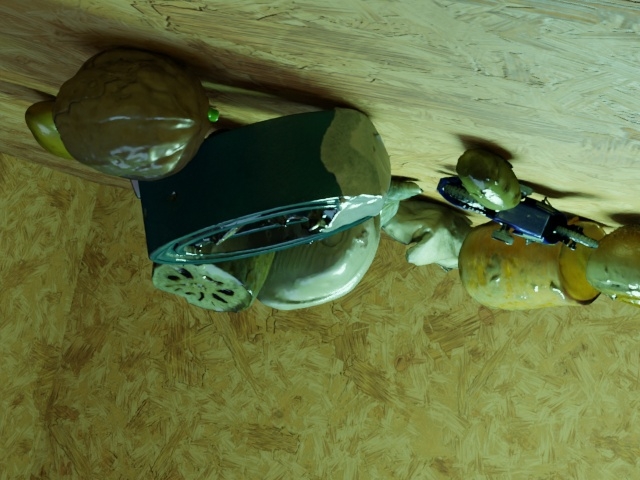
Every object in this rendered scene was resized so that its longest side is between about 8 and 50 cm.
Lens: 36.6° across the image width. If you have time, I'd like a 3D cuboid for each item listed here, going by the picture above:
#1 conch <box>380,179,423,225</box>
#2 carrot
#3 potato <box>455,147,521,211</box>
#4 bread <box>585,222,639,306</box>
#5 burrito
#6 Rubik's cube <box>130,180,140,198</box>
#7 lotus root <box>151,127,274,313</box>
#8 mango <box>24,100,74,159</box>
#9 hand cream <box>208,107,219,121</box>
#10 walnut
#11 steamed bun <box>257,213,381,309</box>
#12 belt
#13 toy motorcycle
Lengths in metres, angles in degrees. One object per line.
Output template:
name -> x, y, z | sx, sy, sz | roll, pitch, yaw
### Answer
conch -> 0.079, -0.067, 2.196 | 0.386, 0.170, 0.203 | 11, -171, 39
carrot -> 0.476, 0.052, 2.201 | 0.224, 0.224, 0.340 | 15, 173, -35
potato -> 0.273, -0.102, 1.570 | 0.105, 0.085, 0.188 | 36, -175, 27
bread -> 0.638, 0.049, 1.950 | 0.192, 0.171, 0.314 | 15, 176, 6
burrito -> 0.271, -0.023, 2.387 | 0.135, 0.190, 0.332 | -37, 157, 21
Rubik's cube -> -0.304, -0.187, 1.947 | 0.178, 0.190, 0.211 | -8, 172, 26
lotus root -> -0.192, -0.048, 1.880 | 0.250, 0.346, 0.250 | 5, 151, 3
mango -> -0.561, -0.241, 2.099 | 0.138, 0.113, 0.253 | 11, 175, 17
hand cream -> -0.233, -0.238, 1.690 | 0.122, 0.023, 0.036 | 20, 177, -35
walnut -> -0.271, -0.180, 1.403 | 0.245, 0.198, 0.198 | 0, 172, 25
steamed bun -> -0.001, -0.009, 2.018 | 0.324, 0.310, 0.219 | -28, 144, 32
belt -> -0.096, -0.078, 1.564 | 0.436, 0.173, 0.300 | -13, 171, 32
toy motorcycle -> 0.373, -0.051, 1.849 | 0.315, 0.113, 0.169 | 22, -173, 3
